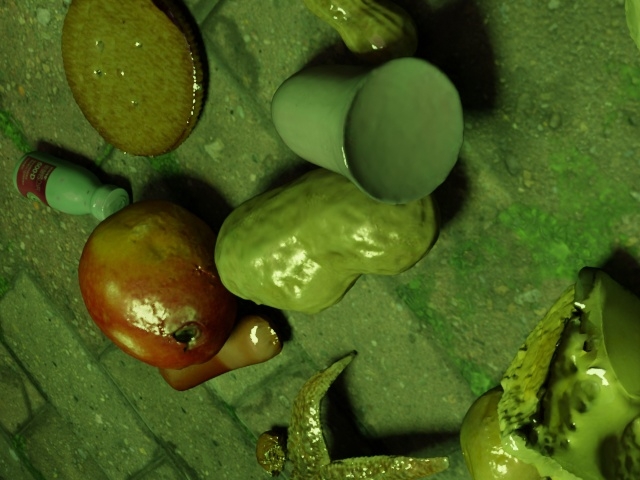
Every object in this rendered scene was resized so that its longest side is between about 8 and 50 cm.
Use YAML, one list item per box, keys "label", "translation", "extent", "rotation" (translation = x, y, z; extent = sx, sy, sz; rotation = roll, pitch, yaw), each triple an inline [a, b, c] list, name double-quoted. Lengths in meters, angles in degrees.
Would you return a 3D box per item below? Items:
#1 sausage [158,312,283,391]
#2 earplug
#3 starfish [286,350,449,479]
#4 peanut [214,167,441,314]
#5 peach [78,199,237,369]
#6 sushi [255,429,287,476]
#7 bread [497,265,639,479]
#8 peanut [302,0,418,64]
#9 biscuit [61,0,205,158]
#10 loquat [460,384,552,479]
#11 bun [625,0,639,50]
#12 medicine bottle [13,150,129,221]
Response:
- label: "sausage"
  translation: [-0.176, 0.191, 1.517]
  extent: [0.300, 0.083, 0.089]
  rotation: [-25, 90, 38]
- label: "earplug"
  translation: [0.024, -0.157, 1.127]
  extent: [0.301, 0.172, 0.172]
  rotation: [24, 129, 57]
- label: "starfish"
  translation: [0.055, 0.383, 1.431]
  extent: [0.384, 0.132, 0.398]
  rotation: [10, 121, 27]
- label: "peanut"
  translation: [0.000, 0.000, 1.229]
  extent: [0.387, 0.170, 0.192]
  rotation: [-20, 66, 40]
- label: "peach"
  translation: [-0.252, 0.071, 1.400]
  extent: [0.281, 0.238, 0.280]
  rotation: [3, 95, 47]
- label: "sushi"
  translation: [-0.083, 0.381, 1.563]
  extent: [0.060, 0.061, 0.118]
  rotation: [25, 151, 25]
- label: "bread"
  translation: [0.337, 0.192, 1.069]
  extent: [0.204, 0.262, 0.162]
  rotation: [33, 160, 1]
- label: "peanut"
  translation: [0.046, -0.292, 1.121]
  extent: [0.193, 0.089, 0.089]
  rotation: [46, 131, 13]
- label: "biscuit"
  translation: [-0.303, -0.278, 1.402]
  extent: [0.305, 0.038, 0.305]
  rotation: [15, 119, 30]
- label: "loquat"
  translation: [0.266, 0.289, 1.192]
  extent: [0.150, 0.204, 0.172]
  rotation: [18, 159, -8]
- label: "bun"
  translation: [0.398, -0.240, 0.853]
  extent: [0.220, 0.134, 0.220]
  rotation: [17, 116, 39]
- label: "medicine bottle"
  translation: [-0.445, -0.092, 1.560]
  extent: [0.217, 0.090, 0.090]
  rotation: [20, 122, 26]
